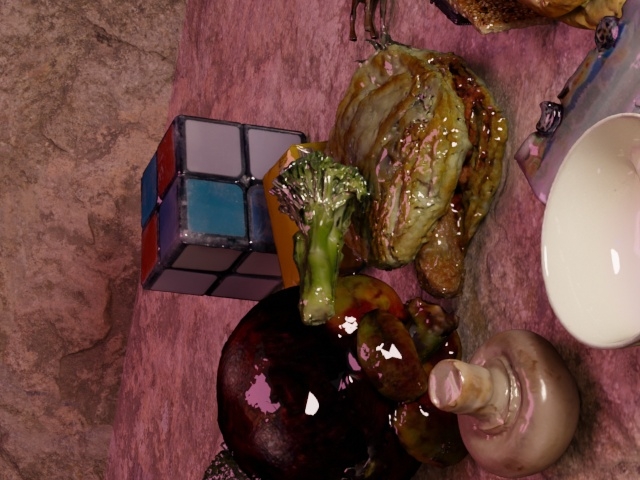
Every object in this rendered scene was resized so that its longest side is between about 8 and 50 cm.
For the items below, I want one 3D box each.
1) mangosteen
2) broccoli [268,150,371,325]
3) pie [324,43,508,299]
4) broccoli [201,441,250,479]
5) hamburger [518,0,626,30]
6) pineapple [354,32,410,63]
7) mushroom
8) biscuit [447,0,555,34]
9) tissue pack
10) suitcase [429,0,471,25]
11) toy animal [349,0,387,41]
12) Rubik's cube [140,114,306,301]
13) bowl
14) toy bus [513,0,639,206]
[{"bbox_3d":[0.046,0.249,1.833,0.381,0.421,0.381,-14,-90,-78],"label":"mangosteen"},{"bbox_3d":[-0.007,0.002,1.755,0.165,0.145,0.304,110,163,-47],"label":"broccoli"},{"bbox_3d":[0.126,-0.134,1.897,0.418,0.180,0.395,37,117,55],"label":"pie"},{"bbox_3d":[-0.056,0.484,2.113,0.283,0.321,0.304,-53,-16,-44],"label":"broccoli"},{"bbox_3d":[0.354,-0.439,1.508,0.318,0.158,0.318,-174,90,-67],"label":"hamburger"},{"bbox_3d":[0.098,-0.262,2.118,0.125,0.125,0.251,35,111,64],"label":"pineapple"},{"bbox_3d":[0.250,0.229,1.540,0.206,0.209,0.206,25,124,43],"label":"mushroom"},{"bbox_3d":[0.261,-0.378,1.749,0.231,0.131,0.025,-120,23,-52],"label":"biscuit"},{"bbox_3d":[-0.018,-0.040,2.236,0.192,0.134,0.271,135,126,-61],"label":"tissue pack"},{"bbox_3d":[0.239,-0.397,1.860,0.126,0.086,0.059,-117,25,-53],"label":"suitcase"},{"bbox_3d":[0.107,-0.527,2.201,0.243,0.087,0.260,-172,86,-65],"label":"toy animal"},{"bbox_3d":[-0.216,-0.064,2.536,0.313,0.316,0.318,134,138,-56],"label":"Rubik's cube"},{"bbox_3d":[0.391,-0.004,1.325,0.277,0.145,0.277,-174,90,-65],"label":"bowl"},{"bbox_3d":[0.378,-0.173,1.452,0.317,0.112,0.138,118,144,-43],"label":"toy bus"}]
